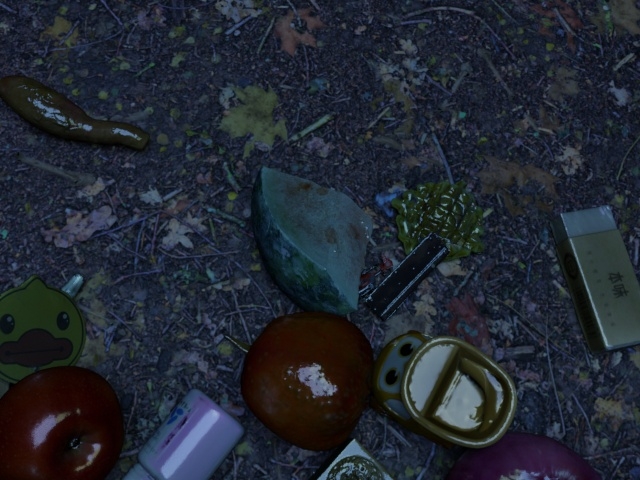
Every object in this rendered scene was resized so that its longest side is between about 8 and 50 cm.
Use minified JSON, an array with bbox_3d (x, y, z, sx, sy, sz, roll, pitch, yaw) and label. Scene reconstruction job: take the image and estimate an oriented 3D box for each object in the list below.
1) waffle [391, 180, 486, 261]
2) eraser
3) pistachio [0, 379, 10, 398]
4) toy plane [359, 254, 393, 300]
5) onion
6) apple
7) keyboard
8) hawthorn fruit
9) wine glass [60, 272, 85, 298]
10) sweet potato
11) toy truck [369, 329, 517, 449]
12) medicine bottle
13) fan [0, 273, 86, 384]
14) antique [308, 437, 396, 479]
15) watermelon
[{"bbox_3d":[0.291,-0.050,1.613,0.223,0.054,0.204,-13,74,-8],"label":"waffle"},{"bbox_3d":[0.674,0.091,1.593,0.144,0.078,0.344,-10,74,-10],"label":"eraser"},{"bbox_3d":[-0.736,0.278,1.345,0.213,0.193,0.318,-9,87,-25],"label":"pistachio"},{"bbox_3d":[0.113,0.091,1.562,0.145,0.037,0.060,-35,69,-10],"label":"toy plane"},{"bbox_3d":[0.398,0.559,1.308,0.358,0.345,0.359,-12,65,26],"label":"onion"},{"bbox_3d":[-0.508,0.376,1.297,0.260,0.216,0.261,-1,91,-39],"label":"apple"},{"bbox_3d":[0.204,0.083,1.552,0.072,0.023,0.231,45,84,-7],"label":"keyboard"},{"bbox_3d":[-0.051,0.266,1.368,0.330,0.287,0.287,23,72,2],"label":"hawthorn fruit"},{"bbox_3d":[-0.567,0.112,1.492,0.039,0.042,0.083,44,66,-31],"label":"wine glass"},{"bbox_3d":[-0.602,-0.291,1.583,0.385,0.109,0.109,25,72,-3],"label":"sweet potato"},{"bbox_3d":[0.250,0.316,1.407,0.288,0.212,0.204,30,74,8],"label":"toy truck"},{"bbox_3d":[-0.286,0.442,1.354,0.152,0.152,0.254,39,74,7],"label":"medicine bottle"},{"bbox_3d":[-0.595,0.238,1.389,0.011,0.229,0.335,-3,86,38],"label":"fan"},{"bbox_3d":[0.062,0.511,1.367,0.146,0.148,0.152,44,71,7],"label":"antique"},{"bbox_3d":[0.000,0.000,1.497,0.258,0.228,0.387,-26,67,-22],"label":"watermelon"}]
